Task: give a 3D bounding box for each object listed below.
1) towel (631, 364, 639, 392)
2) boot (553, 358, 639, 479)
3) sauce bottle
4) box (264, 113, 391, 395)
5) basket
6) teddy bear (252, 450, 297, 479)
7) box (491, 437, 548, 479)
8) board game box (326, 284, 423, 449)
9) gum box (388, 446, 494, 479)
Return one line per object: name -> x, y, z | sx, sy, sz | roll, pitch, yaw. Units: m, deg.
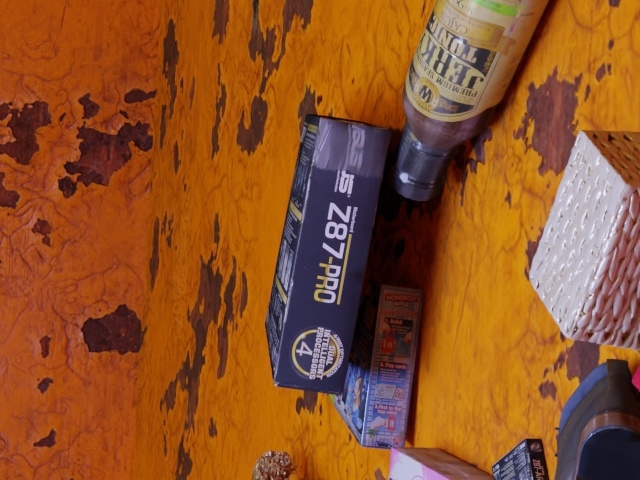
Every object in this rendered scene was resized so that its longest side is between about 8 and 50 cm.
towel -> 0.329, 0.044, 0.993 | 0.199, 0.031, 0.275 | -119, 43, -57
boot -> 0.245, 0.209, 1.217 | 0.106, 0.082, 0.219 | -74, -2, -52
sauce bottle -> 0.155, -0.186, 1.471 | 0.111, 0.111, 0.344 | -105, 25, -43
box -> 0.000, 0.000, 1.737 | 0.395, 0.097, 0.318 | -123, 41, -84
basket -> 0.256, 0.000, 1.140 | 0.113, 0.103, 0.167 | -113, 32, -56
teddy bear -> -0.055, 0.442, 2.003 | 0.338, 0.113, 0.245 | 103, 168, -47
box -> 0.203, 0.246, 1.378 | 0.083, 0.018, 0.067 | 122, 147, -54
board game box -> 0.071, 0.138, 1.722 | 0.194, 0.060, 0.194 | -132, 52, -70
gum box -> 0.136, 0.299, 1.497 | 0.188, 0.062, 0.107 | -169, 83, -71
